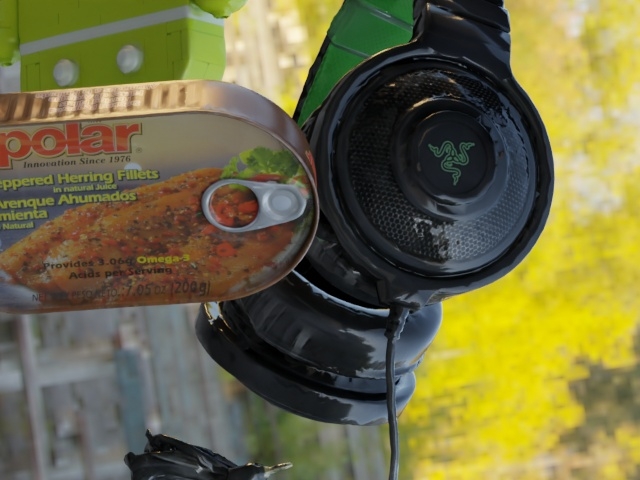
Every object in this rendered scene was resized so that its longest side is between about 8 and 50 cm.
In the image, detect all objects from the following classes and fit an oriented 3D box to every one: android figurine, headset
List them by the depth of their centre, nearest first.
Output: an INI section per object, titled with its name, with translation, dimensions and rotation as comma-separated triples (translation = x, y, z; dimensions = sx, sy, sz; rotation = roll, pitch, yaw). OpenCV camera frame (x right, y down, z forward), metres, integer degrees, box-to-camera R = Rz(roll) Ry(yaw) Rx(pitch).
[headset]
translation = 0.000, 0.000, 0.999
dimensions = 0.243, 0.185, 0.394
rotation = 123, -22, -44
[android figurine]
translation = -0.150, -0.184, 1.366
dimensions = 0.056, 0.248, 0.273
rotation = 9, 78, -53

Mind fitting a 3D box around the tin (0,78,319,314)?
[tin]
translation = -0.095, -0.020, 0.852
dimensions = 0.040, 0.189, 0.106
rotation = -90, 176, -49
